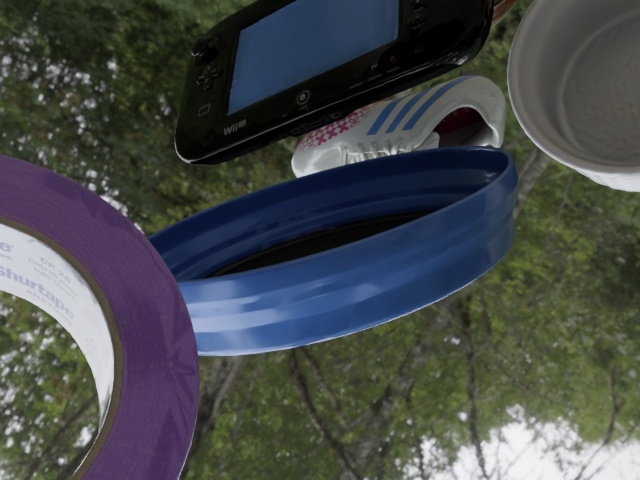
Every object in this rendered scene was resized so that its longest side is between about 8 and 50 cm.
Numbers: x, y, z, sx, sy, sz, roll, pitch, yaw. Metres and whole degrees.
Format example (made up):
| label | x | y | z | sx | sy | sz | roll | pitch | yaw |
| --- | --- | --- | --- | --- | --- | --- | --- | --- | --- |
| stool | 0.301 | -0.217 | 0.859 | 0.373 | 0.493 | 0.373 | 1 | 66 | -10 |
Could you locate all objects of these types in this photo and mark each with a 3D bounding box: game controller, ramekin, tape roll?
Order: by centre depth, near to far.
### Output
| label | x | y | z | sx | sy | sz | roll | pitch | yaw |
| --- | --- | --- | --- | --- | --- | --- | --- | --- | --- |
| tape roll | -0.209 | 0.085 | 0.418 | 0.274 | 0.090 | 0.275 | 10 | -123 | -15 |
| game controller | -0.001 | -0.166 | 0.650 | 0.067 | 0.319 | 0.167 | 43 | -136 | -37 |
| ramekin | 0.368 | -0.189 | 0.878 | 0.277 | 0.277 | 0.135 | 47 | -166 | 31 |

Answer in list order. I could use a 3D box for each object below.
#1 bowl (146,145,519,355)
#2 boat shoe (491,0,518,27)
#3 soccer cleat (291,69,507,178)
| label | x | y | z | sx | sy | sz | roll | pitch | yaw |
| --- | --- | --- | --- | --- | --- | --- | --- | --- | --- |
| bowl | 0.000 | 0.000 | 0.746 | 0.391 | 0.390 | 0.077 | -44 | -60 | -64 |
| boat shoe | 0.079 | -0.272 | 0.931 | 0.120 | 0.323 | 0.123 | -29 | -76 | -62 |
| soccer cleat | 0.104 | -0.138 | 1.100 | 0.116 | 0.331 | 0.143 | 55 | -157 | -38 |
